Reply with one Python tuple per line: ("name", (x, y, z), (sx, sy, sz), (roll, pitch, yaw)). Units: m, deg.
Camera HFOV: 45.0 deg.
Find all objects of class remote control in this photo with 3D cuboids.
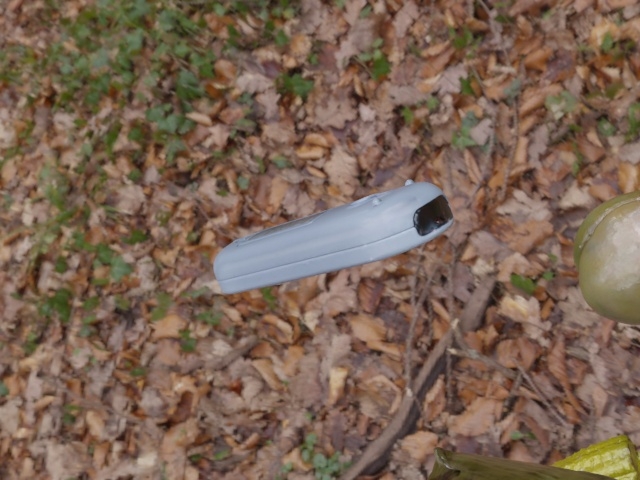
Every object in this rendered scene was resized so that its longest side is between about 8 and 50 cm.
("remote control", (0.000, 0.000, 0.624), (0.244, 0.087, 0.047), (-15, 97, 45))

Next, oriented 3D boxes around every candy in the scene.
("candy", (0.419, 0.389, 1.242), (0.198, 0.106, 0.094), (-27, 96, 20))

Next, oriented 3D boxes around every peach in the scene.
("peach", (0.656, 0.026, 1.578), (0.247, 0.292, 0.292), (45, 107, -5))

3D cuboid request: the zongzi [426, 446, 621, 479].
("zongzi", (0.123, 0.219, 0.277), (0.300, 0.145, 0.274), (-13, 40, 54))
